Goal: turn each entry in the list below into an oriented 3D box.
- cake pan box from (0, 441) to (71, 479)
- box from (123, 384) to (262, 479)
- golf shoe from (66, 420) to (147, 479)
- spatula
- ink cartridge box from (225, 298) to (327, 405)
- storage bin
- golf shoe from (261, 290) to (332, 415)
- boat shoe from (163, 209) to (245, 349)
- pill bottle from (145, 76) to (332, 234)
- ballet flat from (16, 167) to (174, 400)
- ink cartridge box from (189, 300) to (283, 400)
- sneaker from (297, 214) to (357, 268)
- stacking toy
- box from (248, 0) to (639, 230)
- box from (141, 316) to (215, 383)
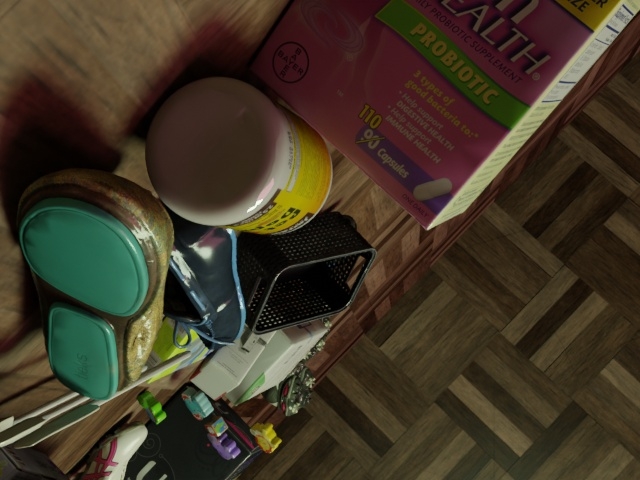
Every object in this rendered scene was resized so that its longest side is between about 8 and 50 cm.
[{"bbox_3d":[-0.413,0.332,0.971,0.246,0.070,0.267,-41,167,-14],"label":"cake pan box"},{"bbox_3d":[-0.251,0.400,1.501,0.270,0.165,0.143,-47,168,-1],"label":"box"},{"bbox_3d":[-0.322,0.355,1.310,0.186,0.086,0.067,-47,167,-6],"label":"golf shoe"},{"bbox_3d":[-0.254,0.162,0.873,0.168,0.019,0.242,-19,-176,32],"label":"spatula"},{"bbox_3d":[-0.092,0.194,1.551,0.154,0.093,0.212,-48,166,12],"label":"ink cartridge box"},{"bbox_3d":[-0.029,0.041,1.152,0.180,0.084,0.122,-10,137,-41],"label":"storage bin"},{"bbox_3d":[-0.060,0.213,1.727,0.105,0.120,0.272,-11,121,-60],"label":"golf shoe"},{"bbox_3d":[-0.144,0.043,0.926,0.089,0.109,0.258,-34,148,-22],"label":"boat shoe"},{"bbox_3d":[-0.058,-0.065,0.761,0.117,0.117,0.215,-48,168,8],"label":"pill bottle"},{"bbox_3d":[-0.173,0.019,0.706,0.123,0.123,0.348,-39,166,-30],"label":"ballet flat"},{"bbox_3d":[-0.127,0.164,1.313,0.135,0.056,0.099,-55,-172,-37],"label":"ink cartridge box"},{"bbox_3d":[0.000,0.000,1.281,0.188,0.067,0.078,-22,157,-49],"label":"sneaker"},{"bbox_3d":[-0.173,0.284,1.354,0.167,0.221,0.052,-37,-163,-37],"label":"stacking toy"},{"bbox_3d":[0.102,-0.172,0.730,0.243,0.213,0.117,-51,168,22],"label":"box"},{"bbox_3d":[-0.170,0.125,1.184,0.109,0.042,0.178,-50,167,21],"label":"box"}]
